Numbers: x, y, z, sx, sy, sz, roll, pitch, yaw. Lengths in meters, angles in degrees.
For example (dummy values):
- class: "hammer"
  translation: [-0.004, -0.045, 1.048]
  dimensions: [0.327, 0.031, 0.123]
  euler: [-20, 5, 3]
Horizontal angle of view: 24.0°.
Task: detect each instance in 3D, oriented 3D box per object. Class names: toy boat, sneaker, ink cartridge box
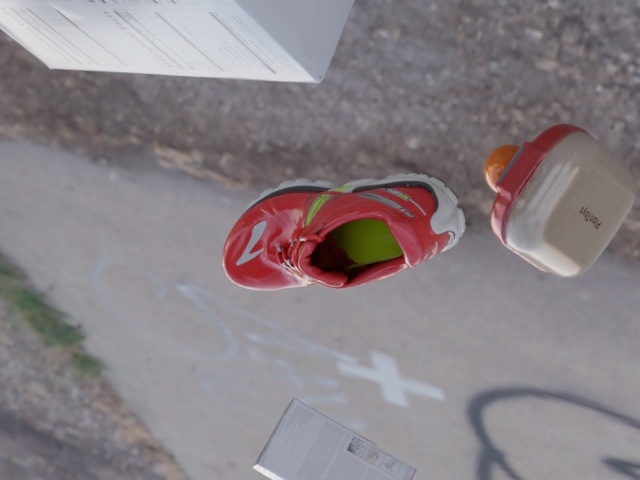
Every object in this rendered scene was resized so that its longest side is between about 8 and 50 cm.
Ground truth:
- class: "toy boat"
  translation: [0.247, -0.057, 1.682]
  dimensions: [0.151, 0.151, 0.231]
  euler: [37, -176, 34]
- class: "sneaker"
  translation: [0.000, 0.000, 1.438]
  dimensions: [0.279, 0.118, 0.107]
  euler: [-14, 106, 38]
- class: "ink cartridge box"
  translation: [0.011, 0.181, 1.199]
  dimensions: [0.115, 0.063, 0.029]
  euler: [30, 160, -1]

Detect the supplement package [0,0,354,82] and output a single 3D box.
- class: "supplement package"
  translation: [-0.117, -0.242, 1.009]
  dimensions: [0.263, 0.199, 0.198]
  euler: [8, 159, 37]
